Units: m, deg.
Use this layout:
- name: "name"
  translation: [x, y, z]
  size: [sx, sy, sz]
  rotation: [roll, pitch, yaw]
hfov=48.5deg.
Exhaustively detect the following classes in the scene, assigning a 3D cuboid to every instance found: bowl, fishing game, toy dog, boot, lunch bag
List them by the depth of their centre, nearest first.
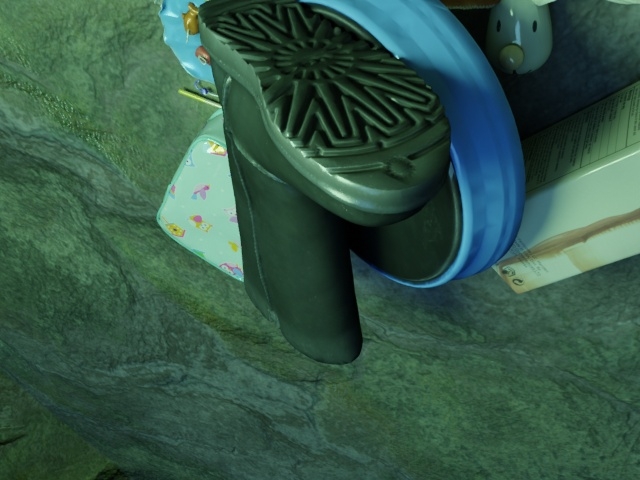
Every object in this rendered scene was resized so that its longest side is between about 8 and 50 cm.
- name: "toy dog"
  translation: [0.176, -0.299, 0.662]
  size: [0.220, 0.161, 0.333]
  rotation: [-15, 122, 39]
- name: "boot"
  translation: [-0.001, -0.001, 0.795]
  size: [0.445, 0.146, 0.367]
  rotation: [89, 155, -43]
- name: "bowl"
  translation: [0.063, -0.116, 0.830]
  size: [0.391, 0.077, 0.391]
  rotation: [46, 155, 29]
- name: "fishing game"
  translation: [-0.139, -0.277, 0.956]
  size: [0.189, 0.041, 0.264]
  rotation: [24, 138, 2]
- name: "lunch bag"
  translation: [-0.119, -0.060, 1.103]
  size: [0.224, 0.107, 0.279]
  rotation: [30, 142, -9]

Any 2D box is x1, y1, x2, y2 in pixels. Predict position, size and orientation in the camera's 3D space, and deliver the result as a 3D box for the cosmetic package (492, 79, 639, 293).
- name: "cosmetic package"
  translation: [0.325, -0.067, 0.814]
  size: [0.129, 0.153, 0.296]
  rotation: [45, 138, -17]
